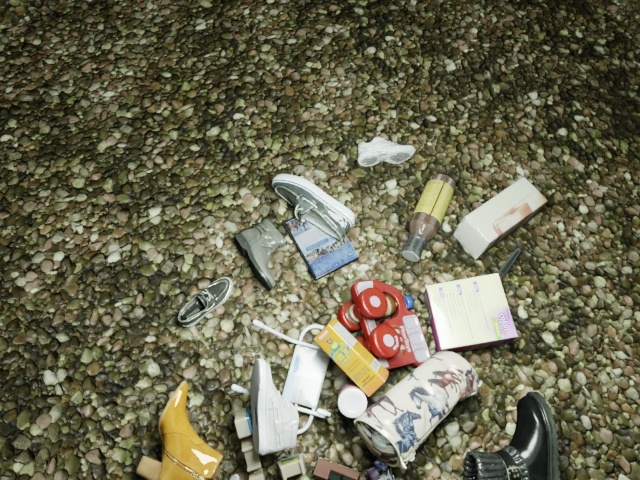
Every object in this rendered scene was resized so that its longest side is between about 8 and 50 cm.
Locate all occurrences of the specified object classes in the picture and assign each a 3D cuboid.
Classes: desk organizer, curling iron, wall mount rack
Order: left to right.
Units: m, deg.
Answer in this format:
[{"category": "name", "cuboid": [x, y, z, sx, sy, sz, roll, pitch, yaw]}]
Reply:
[{"category": "wall mount rack", "cuboid": [-0.092, 0.401, 1.474, 0.303, 0.130, 0.350, 15, 65, 3]}, {"category": "desk organizer", "cuboid": [0.046, 0.683, 1.401, 0.130, 0.047, 0.050, 19, 68, 5]}, {"category": "curling iron", "cuboid": [0.643, 0.137, 1.685, 0.068, 0.035, 0.274, 31, 69, 14]}]

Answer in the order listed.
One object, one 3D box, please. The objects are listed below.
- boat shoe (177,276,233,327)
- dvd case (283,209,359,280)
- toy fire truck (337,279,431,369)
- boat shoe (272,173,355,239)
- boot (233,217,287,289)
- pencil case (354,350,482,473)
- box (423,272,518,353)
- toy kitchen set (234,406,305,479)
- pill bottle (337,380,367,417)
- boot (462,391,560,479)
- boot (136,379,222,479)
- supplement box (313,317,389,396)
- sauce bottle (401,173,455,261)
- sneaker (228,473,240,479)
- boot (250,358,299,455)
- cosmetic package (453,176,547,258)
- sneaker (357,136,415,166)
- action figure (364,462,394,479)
[{"category": "boat shoe", "cuboid": [-0.379, 0.200, 1.581, 0.077, 0.070, 0.219, 40, 70, 14]}, {"category": "dvd case", "cuboid": [0.000, 0.000, 1.719, 0.180, 0.022, 0.253, -26, 70, -13]}, {"category": "toy fire truck", "cuboid": [0.216, 0.273, 1.551, 0.253, 0.169, 0.302, -2, 64, -30]}, {"category": "boat shoe", "cuboid": [-0.040, -0.121, 1.692, 0.335, 0.121, 0.119, 29, 64, 8]}, {"category": "boot", "cuboid": [-0.181, 0.038, 1.664, 0.161, 0.083, 0.247, -27, 71, -20]}, {"category": "pencil case", "cuboid": [0.296, 0.481, 1.387, 0.410, 0.160, 0.183, -28, 61, -33]}, {"category": "box", "cuboid": [0.484, 0.244, 1.565, 0.242, 0.117, 0.214, -11, 66, 4]}, {"category": "toy kitchen set", "cuboid": [-0.148, 0.595, 1.412, 0.166, 0.122, 0.207, -14, 87, -10]}, {"category": "pill bottle", "cuboid": [0.095, 0.472, 1.433, 0.086, 0.152, 0.086, 0, 85, 3]}, {"category": "boot", "cuboid": [0.555, 0.622, 1.410, 0.259, 0.131, 0.348, 4, 66, -1]}, {"category": "boot", "cuboid": [-0.382, 0.587, 1.400, 0.211, 0.104, 0.295, 21, 71, 1]}, {"category": "supplement box", "cuboid": [0.090, 0.342, 1.407, 0.233, 0.080, 0.078, 45, 108, 10]}, {"category": "sauce bottle", "cuboid": [0.386, -0.083, 1.730, 0.111, 0.111, 0.345, 26, 67, 9]}, {"category": "sneaker", "cuboid": [-0.299, 0.754, 1.331, 0.083, 0.084, 0.215, 26, 68, 14]}, {"category": "boot", "cuboid": [-0.127, 0.463, 1.348, 0.123, 0.095, 0.259, 1, 82, -25]}, {"category": "cosmetic package", "cuboid": [0.648, -0.081, 1.722, 0.296, 0.153, 0.129, -32, 70, -15]}, {"category": "sneaker", "cuboid": [0.254, -0.364, 1.863, 0.232, 0.090, 0.115, -5, 63, -6]}, {"category": "action figure", "cuboid": [0.206, 0.770, 1.309, 0.099, 0.185, 0.285, -24, 62, 6]}]
